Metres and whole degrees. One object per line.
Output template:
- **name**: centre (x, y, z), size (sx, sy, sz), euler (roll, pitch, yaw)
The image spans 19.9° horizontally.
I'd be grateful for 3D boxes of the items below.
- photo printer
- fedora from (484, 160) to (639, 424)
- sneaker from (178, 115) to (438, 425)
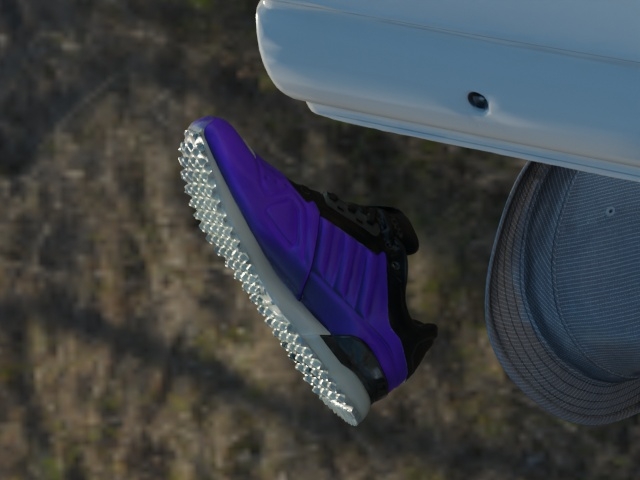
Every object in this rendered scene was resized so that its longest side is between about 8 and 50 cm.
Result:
- **photo printer**: centre (0.156, -0.149, 0.915), size (0.307, 0.256, 0.107), euler (13, 146, 31)
- **fedora**: centre (0.264, 0.012, 1.422), size (0.124, 0.244, 0.275), euler (-1, 51, 55)
- **sneaker**: centre (0.000, 0.000, 1.548), size (0.293, 0.146, 0.102), euler (58, 167, -14)
